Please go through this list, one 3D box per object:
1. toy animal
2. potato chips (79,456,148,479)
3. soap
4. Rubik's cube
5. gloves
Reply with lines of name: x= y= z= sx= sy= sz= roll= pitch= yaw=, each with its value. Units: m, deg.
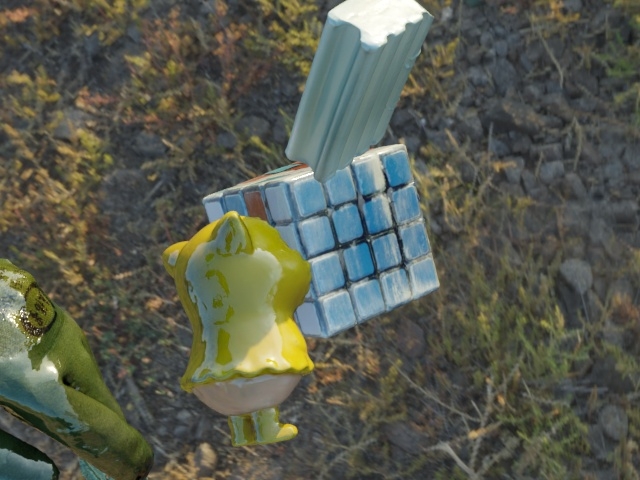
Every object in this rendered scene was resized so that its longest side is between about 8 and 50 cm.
toy animal: x=-0.081 y=0.090 z=0.919 sx=0.156 sy=0.156 sz=0.229 roll=-16 pitch=82 yaw=12
potato chips: x=-0.286 y=0.356 z=1.315 sx=0.092 sy=0.028 sz=0.207 roll=-21 pitch=103 yaw=17
soap: x=0.039 y=-0.165 z=0.964 sx=0.066 sy=0.198 sz=0.119 roll=39 pitch=51 yaw=14
Rubik's cube: x=0.001 y=0.000 z=1.507 sx=0.253 sy=0.256 sz=0.258 roll=-6 pitch=103 yaw=54
gloves: x=-0.215 y=0.072 z=0.582 sx=0.107 sy=0.268 sz=0.135 roll=-35 pitch=23 yaw=45
